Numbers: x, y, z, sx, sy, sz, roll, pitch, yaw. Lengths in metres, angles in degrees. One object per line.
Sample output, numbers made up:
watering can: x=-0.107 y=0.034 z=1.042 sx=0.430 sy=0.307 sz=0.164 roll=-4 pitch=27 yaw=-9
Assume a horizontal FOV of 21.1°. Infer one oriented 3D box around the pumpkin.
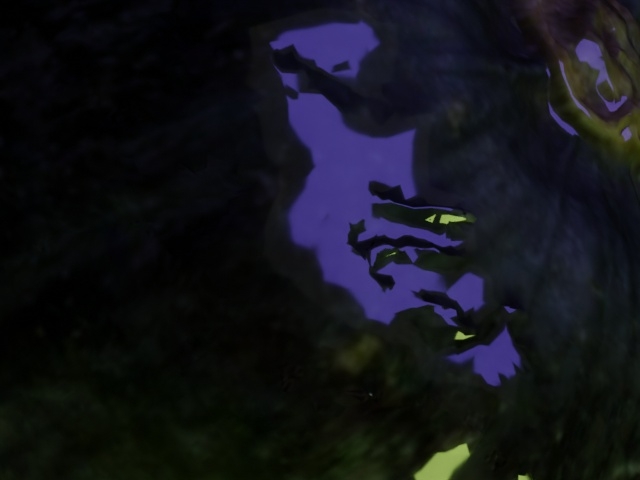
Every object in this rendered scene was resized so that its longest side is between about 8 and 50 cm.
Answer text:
pumpkin: x=0.000 y=0.000 z=0.760 sx=0.454 sy=0.344 sz=0.454 roll=32 pitch=42 yaw=-35
